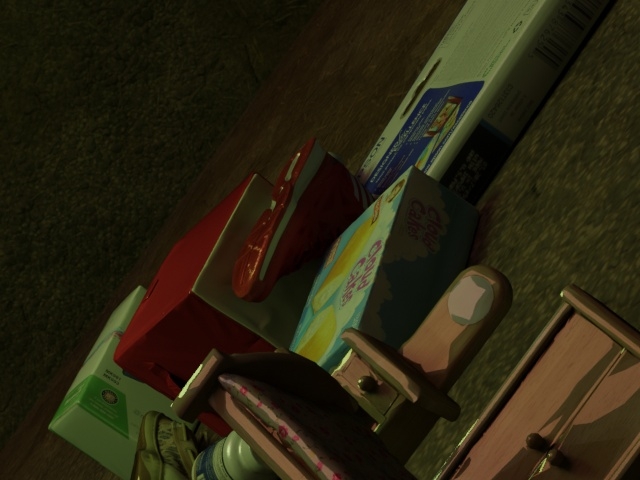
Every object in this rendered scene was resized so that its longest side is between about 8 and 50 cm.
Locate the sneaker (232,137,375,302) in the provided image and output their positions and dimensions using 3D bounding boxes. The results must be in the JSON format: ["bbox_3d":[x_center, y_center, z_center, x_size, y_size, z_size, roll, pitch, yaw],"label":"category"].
[{"bbox_3d":[0.000,0.000,1.810,0.087,0.128,0.221,-41,19,51],"label":"sneaker"}]

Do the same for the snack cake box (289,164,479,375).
[{"bbox_3d":[0.052,0.066,1.643,0.152,0.089,0.264,-47,13,36],"label":"snack cake box"}]

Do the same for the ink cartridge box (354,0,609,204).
[{"bbox_3d":[0.162,-0.153,1.895,0.303,0.072,0.307,-57,10,-3],"label":"ink cartridge box"}]

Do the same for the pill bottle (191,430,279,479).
[{"bbox_3d":[-0.077,0.223,1.756,0.120,0.067,0.067,-38,20,53],"label":"pill bottle"}]

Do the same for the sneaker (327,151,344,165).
[{"bbox_3d":[-0.013,-0.026,2.038,0.228,0.086,0.132,129,146,-53],"label":"sneaker"}]

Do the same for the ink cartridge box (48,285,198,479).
[{"bbox_3d":[-0.226,0.187,2.232,0.093,0.154,0.212,-43,16,44],"label":"ink cartridge box"}]

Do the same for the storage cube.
[{"bbox_3d":[-0.079,0.075,1.899,0.193,0.184,0.215,-39,19,50],"label":"storage cube"}]

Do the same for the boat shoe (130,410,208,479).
[{"bbox_3d":[-0.171,0.269,2.001,0.285,0.089,0.104,-106,27,-78],"label":"boat shoe"}]

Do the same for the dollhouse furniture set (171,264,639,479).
[{"bbox_3d":[0.052,0.072,0.945,0.303,0.355,0.173,40,96,40],"label":"dollhouse furniture set"}]
